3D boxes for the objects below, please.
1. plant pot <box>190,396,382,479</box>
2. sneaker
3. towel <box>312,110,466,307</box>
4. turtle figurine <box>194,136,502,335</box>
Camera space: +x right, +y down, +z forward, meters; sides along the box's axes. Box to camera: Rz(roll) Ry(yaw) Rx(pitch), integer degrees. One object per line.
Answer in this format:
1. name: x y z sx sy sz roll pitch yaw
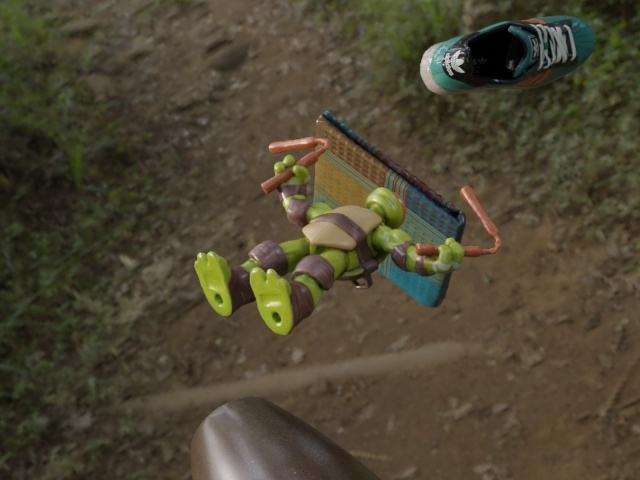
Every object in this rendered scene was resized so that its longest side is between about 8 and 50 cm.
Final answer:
1. plant pot: -0.039 0.275 1.188 0.215 0.215 0.230 -34 46 -6
2. sneaker: 0.306 -0.278 1.713 0.302 0.108 0.121 -17 8 -24
3. towel: 0.099 -0.036 1.763 0.040 0.271 0.370 -48 -14 -17
4. turtle figurine: 0.000 0.000 0.995 0.270 0.087 0.217 29 42 34
